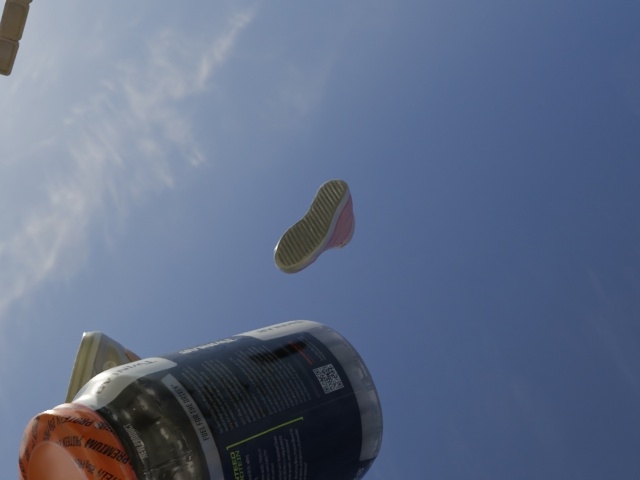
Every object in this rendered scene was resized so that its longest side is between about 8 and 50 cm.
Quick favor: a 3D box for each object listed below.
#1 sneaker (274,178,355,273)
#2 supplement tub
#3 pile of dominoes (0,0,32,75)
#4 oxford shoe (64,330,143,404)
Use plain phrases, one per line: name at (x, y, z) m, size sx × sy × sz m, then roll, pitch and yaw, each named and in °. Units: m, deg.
sneaker at (0.000, 0.000, 0.886) m, size 0.051 × 0.070 × 0.134 m, roll 15°, pitch -125°, yaw 28°
supplement tub at (-0.112, 0.210, 0.805) m, size 0.207 × 0.338 × 0.207 m, roll 7°, pitch -79°, yaw 42°
pile of dominoes at (-0.462, -0.331, 0.982) m, size 0.251 × 0.196 × 0.040 m, roll -56°, pitch -151°, yaw 35°
oxford shoe at (-0.395, 0.382, 1.335) m, size 0.169 × 0.130 × 0.449 m, roll 155°, pitch -52°, yaw -69°
